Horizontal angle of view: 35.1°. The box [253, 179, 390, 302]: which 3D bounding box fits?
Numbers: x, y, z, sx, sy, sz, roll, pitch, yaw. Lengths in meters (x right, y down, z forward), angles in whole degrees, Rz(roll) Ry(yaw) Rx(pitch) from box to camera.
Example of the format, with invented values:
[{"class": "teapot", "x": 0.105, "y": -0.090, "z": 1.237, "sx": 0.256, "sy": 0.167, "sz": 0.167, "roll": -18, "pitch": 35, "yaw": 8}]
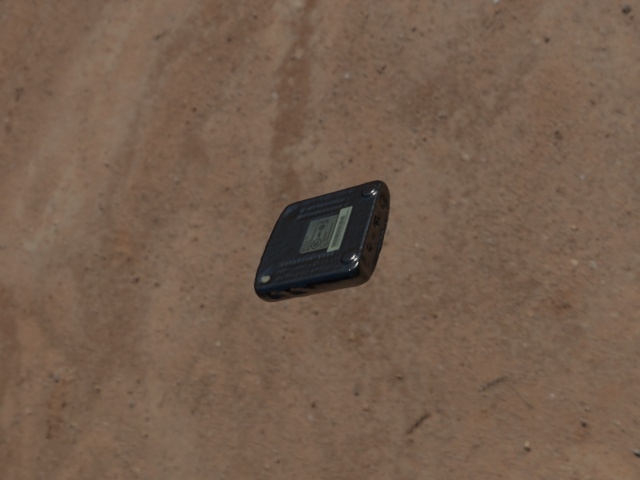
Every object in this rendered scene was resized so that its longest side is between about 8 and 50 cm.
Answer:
[{"class": "box", "x": 0.000, "y": 0.000, "z": 0.951, "sx": 0.125, "sy": 0.027, "sz": 0.126, "roll": -13, "pitch": 40, "yaw": 29}]
